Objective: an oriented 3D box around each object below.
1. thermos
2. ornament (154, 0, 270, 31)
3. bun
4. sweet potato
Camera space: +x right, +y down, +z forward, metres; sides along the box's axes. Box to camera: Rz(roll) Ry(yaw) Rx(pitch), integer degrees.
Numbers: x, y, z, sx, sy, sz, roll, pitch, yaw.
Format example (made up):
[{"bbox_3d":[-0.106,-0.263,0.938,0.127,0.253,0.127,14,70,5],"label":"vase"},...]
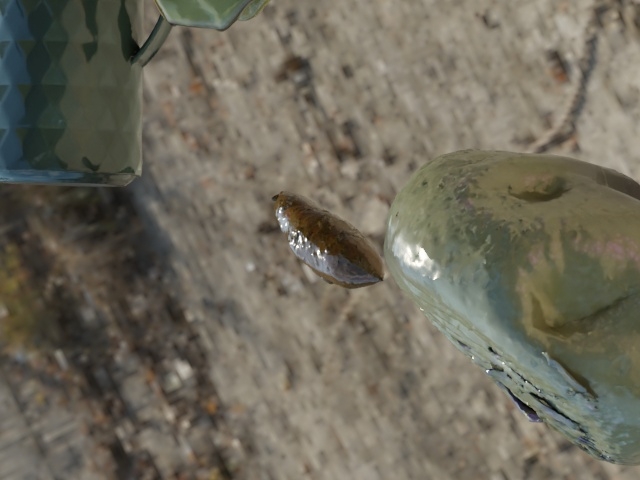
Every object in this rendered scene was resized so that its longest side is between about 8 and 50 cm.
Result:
[{"bbox_3d":[-0.211,-0.190,1.444,0.145,0.182,0.286,0,-87,-73],"label":"thermos"},{"bbox_3d":[-0.059,-0.260,1.261,0.180,0.059,0.201,10,114,30],"label":"ornament"},{"bbox_3d":[0.172,0.041,1.149,0.273,0.168,0.273,40,173,6],"label":"bun"},{"bbox_3d":[0.000,0.000,1.485,0.206,0.060,0.068,-133,34,-51],"label":"sweet potato"}]
